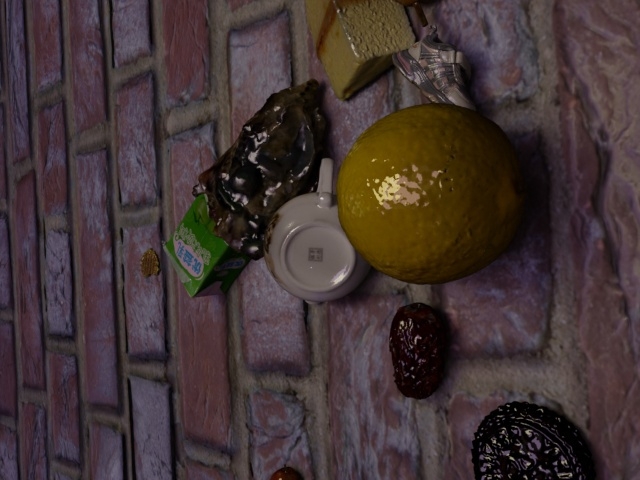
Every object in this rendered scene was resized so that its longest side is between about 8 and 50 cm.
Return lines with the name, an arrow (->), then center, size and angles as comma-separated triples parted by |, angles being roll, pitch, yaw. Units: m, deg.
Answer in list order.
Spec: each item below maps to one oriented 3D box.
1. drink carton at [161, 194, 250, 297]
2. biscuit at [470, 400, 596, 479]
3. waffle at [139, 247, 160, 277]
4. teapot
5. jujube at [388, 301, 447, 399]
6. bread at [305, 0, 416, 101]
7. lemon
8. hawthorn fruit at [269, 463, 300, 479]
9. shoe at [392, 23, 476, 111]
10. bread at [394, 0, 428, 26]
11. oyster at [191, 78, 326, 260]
drink carton -> -0.229, -0.017, 1.293 | 0.271, 0.108, 0.161 | -50, 61, 29
biscuit -> 0.315, 0.341, 0.875 | 0.194, 0.053, 0.194 | 2, 93, 41
waffle -> -0.460, 0.064, 1.554 | 0.085, 0.016, 0.078 | -30, 68, 37
teapot -> 0.000, 0.000, 1.071 | 0.204, 0.139, 0.298 | 12, 106, 1
jujube -> 0.167, 0.189, 0.977 | 0.104, 0.104, 0.166 | 1, 105, 40
bread -> 0.063, -0.403, 1.088 | 0.178, 0.135, 0.240 | 128, 126, -68
lemon -> 0.159, -0.068, 0.859 | 0.293, 0.293, 0.293 | 1, 92, 40
hawthorn fruit -> -0.074, 0.510, 1.204 | 0.077, 0.077, 0.077 | 1, 92, 40
shoe -> 0.202, -0.268, 0.941 | 0.092, 0.089, 0.180 | -46, 65, 18
bread -> 0.128, -0.518, 0.983 | 0.124, 0.084, 0.344 | -22, 76, 29
oyster -> -0.085, -0.143, 1.123 | 0.221, 0.096, 0.361 | 40, 90, 0
